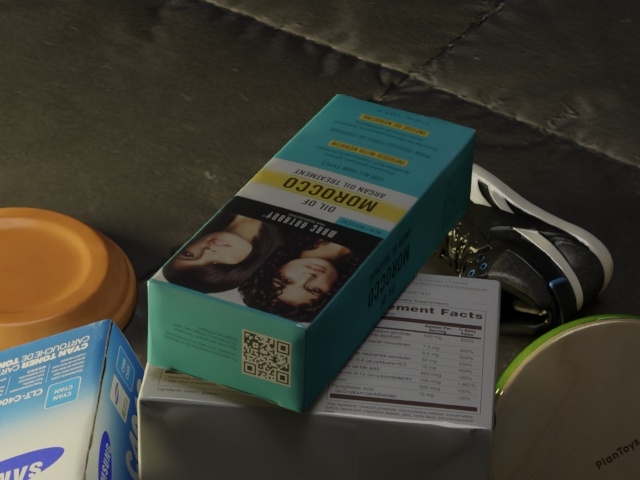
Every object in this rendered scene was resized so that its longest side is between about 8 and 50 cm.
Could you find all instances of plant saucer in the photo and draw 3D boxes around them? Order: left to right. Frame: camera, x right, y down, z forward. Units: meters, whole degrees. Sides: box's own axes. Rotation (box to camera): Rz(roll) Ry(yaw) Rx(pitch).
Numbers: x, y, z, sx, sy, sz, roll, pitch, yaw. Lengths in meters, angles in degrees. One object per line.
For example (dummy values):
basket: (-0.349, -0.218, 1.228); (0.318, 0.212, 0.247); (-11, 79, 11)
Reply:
plant saucer: (-0.247, 0.032, 1.553); (0.199, 0.037, 0.200); (2, 35, -2)

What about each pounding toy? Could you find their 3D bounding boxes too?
pounding toy: (0.216, 0.131, 1.369); (0.236, 0.183, 0.110); (-4, 10, -9)

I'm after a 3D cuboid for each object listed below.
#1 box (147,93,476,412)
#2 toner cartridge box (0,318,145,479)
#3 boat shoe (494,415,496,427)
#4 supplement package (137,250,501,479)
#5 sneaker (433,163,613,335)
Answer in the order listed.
box: (0.000, 0.000, 1.146); (0.100, 0.060, 0.244); (16, 35, 20)
toner cartridge box: (-0.279, 0.170, 1.217); (0.347, 0.075, 0.165); (-17, 35, 13)
boat shoe: (0.047, 0.117, 1.358); (0.073, 0.080, 0.223); (-19, 5, -39)
supplement package: (-0.002, 0.158, 1.203); (0.204, 0.262, 0.145); (5, 36, 4)
sneaker: (0.118, 0.005, 1.577); (0.216, 0.079, 0.121); (25, 40, 25)
